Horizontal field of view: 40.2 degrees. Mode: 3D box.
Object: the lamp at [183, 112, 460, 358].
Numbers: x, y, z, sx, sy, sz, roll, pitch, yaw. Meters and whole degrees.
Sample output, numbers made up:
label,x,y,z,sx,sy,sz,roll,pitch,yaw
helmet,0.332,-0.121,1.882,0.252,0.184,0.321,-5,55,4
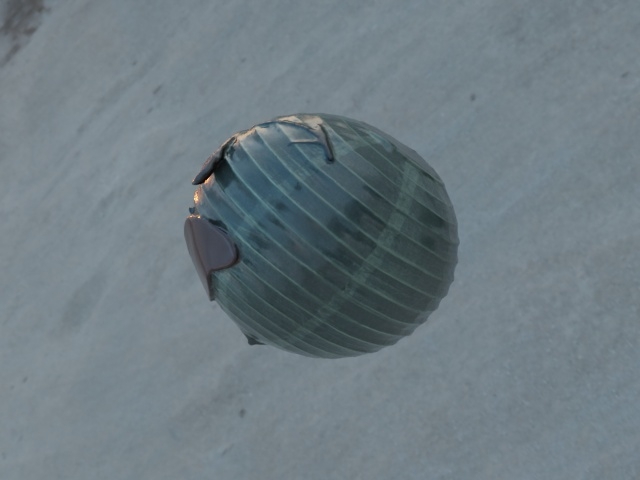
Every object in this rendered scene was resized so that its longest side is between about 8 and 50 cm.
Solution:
label,x,y,z,sx,sy,sz,roll,pitch,yaw
lamp,0.000,0.000,0.797,0.233,0.265,0.233,-6,77,26
